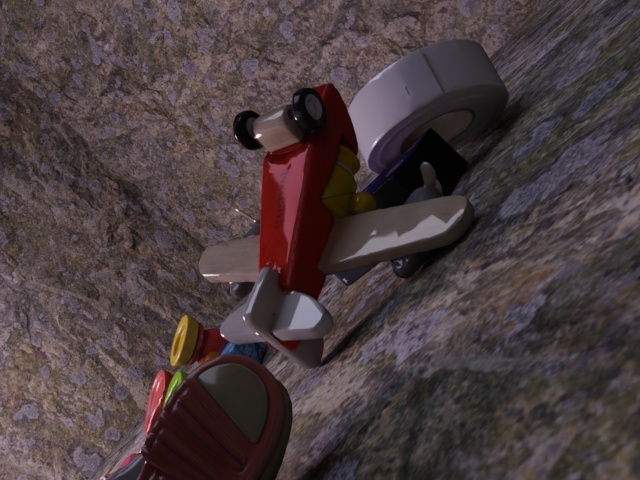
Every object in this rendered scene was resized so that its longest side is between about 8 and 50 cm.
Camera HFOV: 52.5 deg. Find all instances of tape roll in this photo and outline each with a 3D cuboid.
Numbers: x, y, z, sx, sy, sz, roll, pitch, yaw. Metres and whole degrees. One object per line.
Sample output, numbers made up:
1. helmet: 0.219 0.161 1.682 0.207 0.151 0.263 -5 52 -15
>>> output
1. tape roll: 0.194 -0.236 1.189 0.286 0.100 0.286 -21 -17 -7

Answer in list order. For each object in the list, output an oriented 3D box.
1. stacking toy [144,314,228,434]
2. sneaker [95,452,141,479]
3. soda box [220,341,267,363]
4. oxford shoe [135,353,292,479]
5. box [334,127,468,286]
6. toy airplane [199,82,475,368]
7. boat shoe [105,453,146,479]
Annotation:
1. stacking toy: -0.302 0.366 1.508 0.309 0.130 0.279 -61 24 29
2. sneaker: -0.519 0.577 1.416 0.314 0.136 0.116 -50 6 -30
3. soda box: -0.169 0.248 1.404 0.067 0.071 0.210 -46 4 6
4. oxford shoe: -0.143 0.300 0.602 0.397 0.140 0.146 -53 -26 -10
5. box: 0.120 -0.056 1.165 0.261 0.103 0.184 -42 9 46
6. toy airplane: 0.000 0.000 0.963 0.272 0.386 0.384 21 -70 -47
7. boat shoe: -0.288 0.384 0.974 0.088 0.096 0.267 -50 -2 35
